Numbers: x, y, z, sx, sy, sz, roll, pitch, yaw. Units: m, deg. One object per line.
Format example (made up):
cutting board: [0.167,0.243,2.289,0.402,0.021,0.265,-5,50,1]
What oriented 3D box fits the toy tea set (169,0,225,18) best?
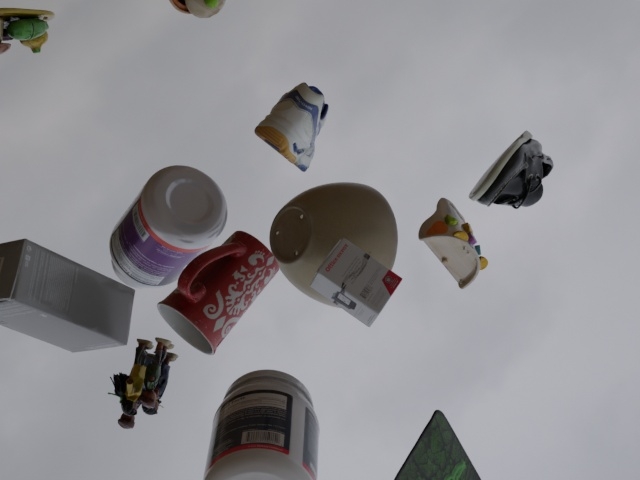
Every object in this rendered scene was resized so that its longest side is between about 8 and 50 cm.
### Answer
toy tea set: [-0.154,-0.473,1.377,0.200,0.336,0.124,-22,-142,-20]

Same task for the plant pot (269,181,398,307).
plant pot: [0.000,0.000,2.181,0.284,0.191,0.284,-10,-104,43]

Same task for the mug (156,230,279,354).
mug: [-0.144,0.070,1.496,0.169,0.113,0.150,-48,179,-23]

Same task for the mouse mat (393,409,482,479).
mouse mat: [0.138,0.301,1.133,0.007,0.152,0.189,-22,-166,36]

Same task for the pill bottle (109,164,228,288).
pill bottle: [-0.332,-0.014,2.099,0.181,0.181,0.323,-55,-172,-36]

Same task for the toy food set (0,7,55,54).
toy food set: [-0.524,-0.332,1.620,0.128,0.071,0.218,-5,-174,31]

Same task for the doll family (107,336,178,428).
doll family: [-0.247,0.204,1.395,0.076,0.193,0.111,11,-109,4]

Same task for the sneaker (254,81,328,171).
sneaker: [-0.033,-0.203,1.751,0.131,0.112,0.296,-52,-176,2]

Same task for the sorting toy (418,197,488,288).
sorting toy: [0.140,-0.007,1.038,0.045,0.083,0.075,-27,-146,24]

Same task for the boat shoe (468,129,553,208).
boat shoe: [0.381,-0.118,1.922,0.127,0.113,0.340,-48,175,23]

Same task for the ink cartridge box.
ink cartridge box: [0.071,0.083,2.001,0.109,0.150,0.063,-52,175,-37]

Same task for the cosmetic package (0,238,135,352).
cosmetic package: [-0.404,0.087,1.496,0.127,0.238,0.107,-11,-119,32]

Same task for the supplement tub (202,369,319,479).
supplement tub: [-0.098,0.367,1.716,0.191,0.191,0.272,-29,-157,15]
